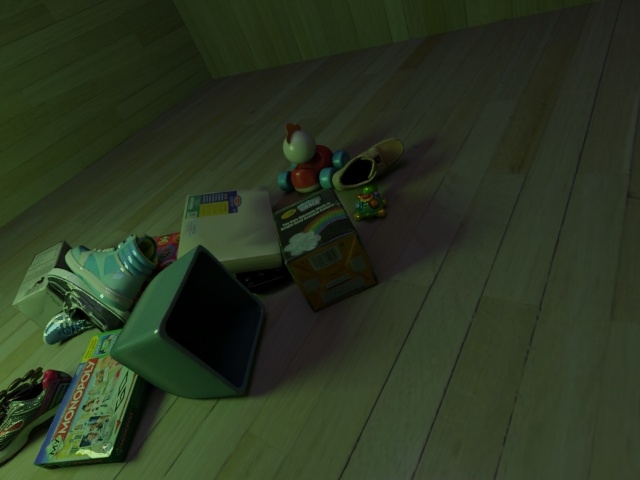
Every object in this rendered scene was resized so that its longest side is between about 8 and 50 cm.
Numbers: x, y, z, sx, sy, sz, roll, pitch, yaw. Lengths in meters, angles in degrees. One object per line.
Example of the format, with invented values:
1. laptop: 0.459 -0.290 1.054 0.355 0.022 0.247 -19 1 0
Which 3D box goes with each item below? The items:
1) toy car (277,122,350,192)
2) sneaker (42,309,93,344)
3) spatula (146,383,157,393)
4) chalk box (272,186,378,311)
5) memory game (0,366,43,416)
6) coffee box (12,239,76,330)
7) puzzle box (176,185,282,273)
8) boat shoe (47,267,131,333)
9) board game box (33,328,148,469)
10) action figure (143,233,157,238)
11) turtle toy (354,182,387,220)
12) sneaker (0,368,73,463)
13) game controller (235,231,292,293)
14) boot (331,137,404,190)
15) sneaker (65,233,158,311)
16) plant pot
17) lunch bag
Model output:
1. toy car: -0.051 -0.310 1.390 0.219 0.238 0.210 3 44 32
2. sneaker: -0.752 0.246 1.238 0.211 0.080 0.081 -40 37 -19
3. spatula: -0.463 0.281 1.070 0.084 0.030 0.296 -32 37 -7
4. chalk box: 0.000 0.000 1.032 0.180 0.179 0.289 -24 35 2
5. memory game: -0.797 0.402 1.028 0.186 0.012 0.186 -51 2 2
6. coffee box: -0.890 0.154 1.359 0.119 0.168 0.297 -28 36 -5
7. puzzle box: -0.273 -0.041 1.204 0.272 0.052 0.409 -8 35 -8
8. boat shoe: -0.705 0.189 1.183 0.301 0.108 0.102 30 54 7
9. board game box: -0.512 0.358 0.958 0.213 0.046 0.317 -13 45 15
10. action figure: -0.675 0.088 1.364 0.185 0.099 0.285 -11 26 49
11. turtle toy: 0.145 -0.116 1.182 0.095 0.066 0.130 -8 40 22
12. sneaker: -0.746 0.430 0.982 0.299 0.112 0.121 -38 38 -15
13. game controller: -0.173 0.032 1.182 0.166 0.067 0.319 -24 37 1
14. boot: 0.159 -0.238 1.233 0.262 0.095 0.203 -29 6 1
15. sneaker: -0.592 0.049 1.170 0.319 0.127 0.208 29 75 30
16. plant pot: -0.317 0.211 0.913 0.252 0.248 0.247 -24 34 24
17. lunch bag: -0.471 0.099 1.238 0.293 0.120 0.258 -10 43 20
